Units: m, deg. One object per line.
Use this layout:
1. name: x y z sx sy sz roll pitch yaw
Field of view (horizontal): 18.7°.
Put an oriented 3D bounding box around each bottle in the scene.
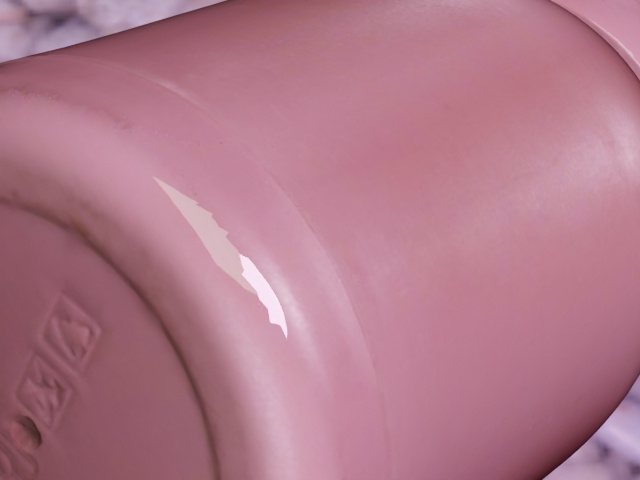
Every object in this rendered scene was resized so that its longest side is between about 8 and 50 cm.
1. bottle: 0.000 0.000 0.587 0.206 0.173 0.297 8 23 35
